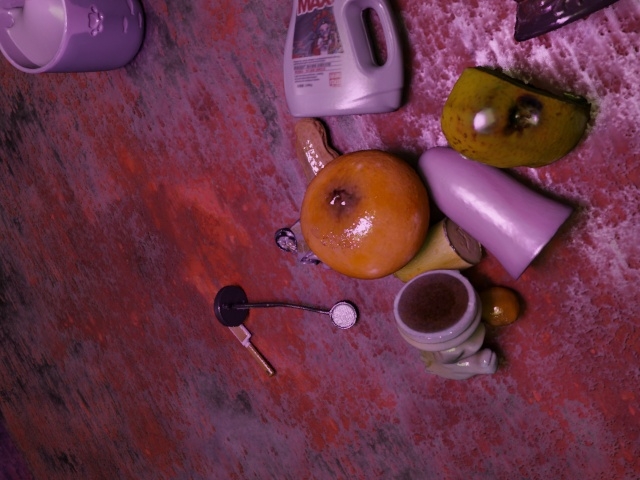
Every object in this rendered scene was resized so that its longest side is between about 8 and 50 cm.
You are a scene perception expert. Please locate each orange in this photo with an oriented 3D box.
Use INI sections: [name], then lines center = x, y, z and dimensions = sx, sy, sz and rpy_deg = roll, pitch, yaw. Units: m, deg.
[orange]
center = 0.366, 0.138, 1.187
dimensions = 0.095, 0.085, 0.085
rpy_deg = 1, 106, 16

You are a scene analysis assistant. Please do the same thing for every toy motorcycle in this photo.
[toy motorcycle]
center = 0.000, 0.000, 1.342
dimensions = 0.225, 0.073, 0.152
rpy_deg = -29, 106, 36

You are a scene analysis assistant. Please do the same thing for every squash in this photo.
[squash]
center = 0.232, 0.036, 1.208
dimensions = 0.186, 0.123, 0.123
rpy_deg = -33, 88, 33

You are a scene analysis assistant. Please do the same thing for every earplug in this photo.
[earplug]
center = 0.314, -0.079, 1.115
dimensions = 0.301, 0.172, 0.172
rpy_deg = 39, 119, 19

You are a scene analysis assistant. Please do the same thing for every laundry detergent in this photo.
[laundry detergent]
center = 0.041, -0.459, 1.165
dimensions = 0.264, 0.125, 0.398
rpy_deg = 3, 104, 28

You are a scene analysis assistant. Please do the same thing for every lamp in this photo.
[lamp]
center = -0.083, 0.165, 1.461
dimensions = 0.371, 0.108, 0.130
rpy_deg = -6, 90, 14

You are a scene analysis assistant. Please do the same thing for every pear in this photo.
[pear]
center = 0.341, -0.202, 1.005
dimensions = 0.238, 0.255, 0.164
rpy_deg = 25, 113, 14

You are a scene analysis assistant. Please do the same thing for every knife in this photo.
[knife]
center = -0.205, 0.266, 1.563
dimensions = 0.256, 0.022, 0.046
rpy_deg = 49, 129, 12

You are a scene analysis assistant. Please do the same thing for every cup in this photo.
[cup]
center = -0.618, -0.586, 1.385
dimensions = 0.259, 0.274, 0.357
rpy_deg = -19, 94, 30

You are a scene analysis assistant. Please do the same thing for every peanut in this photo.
[peanut]
center = -0.003, -0.184, 1.287
dimensions = 0.093, 0.083, 0.194
rpy_deg = -10, 101, 44

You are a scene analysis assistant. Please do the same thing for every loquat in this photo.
[loquat]
center = 0.087, -0.050, 1.136
dimensions = 0.263, 0.263, 0.263
rpy_deg = 8, 108, 26

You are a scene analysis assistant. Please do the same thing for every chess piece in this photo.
[chess piece]
center = 0.270, 0.208, 1.188
dimensions = 0.176, 0.176, 0.298
rpy_deg = 0, 141, 28

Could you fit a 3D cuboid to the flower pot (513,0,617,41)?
[flower pot]
center = 0.367, -0.486, 0.916
dimensions = 0.266, 0.266, 0.267
rpy_deg = -18, 107, 31
